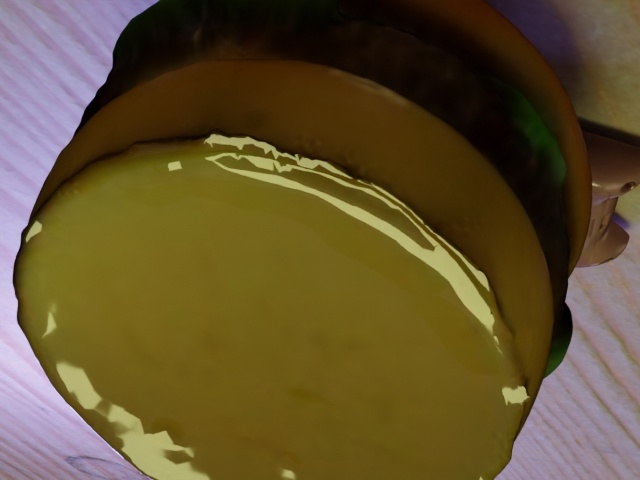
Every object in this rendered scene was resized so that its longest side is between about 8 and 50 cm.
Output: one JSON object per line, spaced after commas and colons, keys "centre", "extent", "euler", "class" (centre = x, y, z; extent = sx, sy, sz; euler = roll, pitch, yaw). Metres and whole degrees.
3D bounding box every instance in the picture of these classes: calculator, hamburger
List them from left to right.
{"centre": [0.000, 0.000, 1.099], "extent": [0.395, 0.277, 0.396], "euler": [12, 134, 12], "class": "hamburger"}
{"centre": [0.098, -0.050, 1.283], "extent": [0.329, 0.048, 0.220], "euler": [12, 158, 9], "class": "calculator"}
